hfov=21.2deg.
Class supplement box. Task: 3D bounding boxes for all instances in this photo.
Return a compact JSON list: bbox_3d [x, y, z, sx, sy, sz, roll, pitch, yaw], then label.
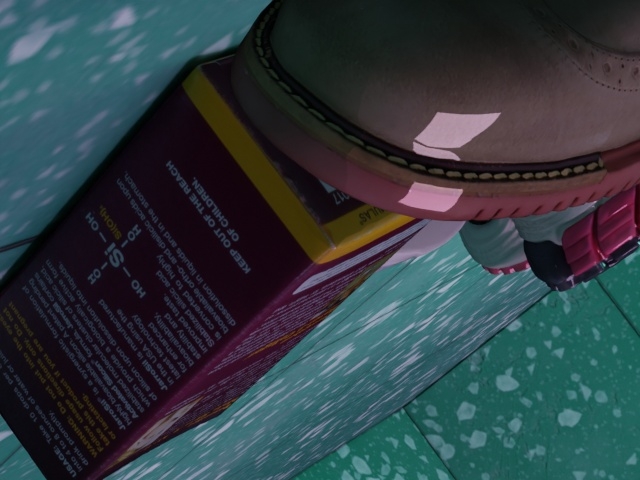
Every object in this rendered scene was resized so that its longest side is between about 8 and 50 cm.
[{"bbox_3d":[-0.042,0.008,0.654,0.104,0.081,0.188,-26,166,-51],"label":"supplement box"}]

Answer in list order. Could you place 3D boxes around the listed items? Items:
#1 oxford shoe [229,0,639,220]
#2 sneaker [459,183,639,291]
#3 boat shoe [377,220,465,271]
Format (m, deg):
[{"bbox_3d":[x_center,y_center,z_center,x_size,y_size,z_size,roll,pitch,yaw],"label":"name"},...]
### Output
[{"bbox_3d":[0.104,-0.118,0.536,0.348,0.123,0.130,-35,156,-44],"label":"oxford shoe"},{"bbox_3d":[0.130,-0.053,0.953,0.120,0.112,0.299,-30,-176,-4],"label":"sneaker"},{"bbox_3d":[0.000,0.000,0.850,0.184,0.066,0.063,-33,-174,-38],"label":"boat shoe"}]
